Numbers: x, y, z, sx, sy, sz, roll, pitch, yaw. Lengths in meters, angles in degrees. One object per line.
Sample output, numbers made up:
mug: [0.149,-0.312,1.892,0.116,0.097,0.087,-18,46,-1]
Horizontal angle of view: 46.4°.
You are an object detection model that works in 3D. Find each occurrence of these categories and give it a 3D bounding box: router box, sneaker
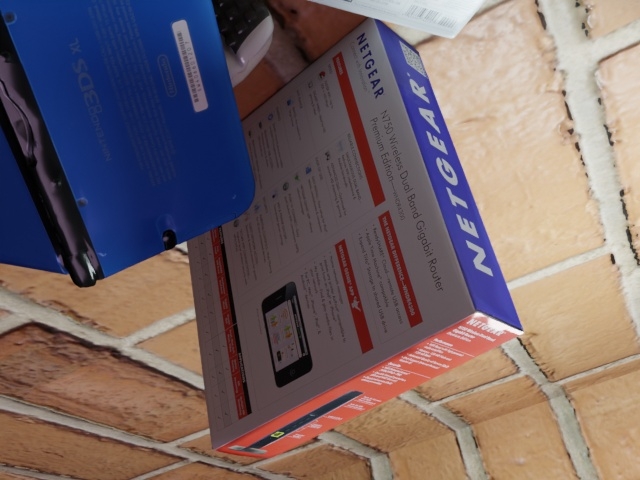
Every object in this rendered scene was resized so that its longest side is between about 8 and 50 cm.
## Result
router box: [0.000,0.000,0.733,0.301,0.335,0.082,-33,143,30]
sneaker: [-0.162,-0.133,0.703,0.292,0.110,0.118,-31,169,18]

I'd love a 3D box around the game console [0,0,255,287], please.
game console: [-0.221,-0.128,0.602,0.250,0.173,0.293,-26,126,-23]

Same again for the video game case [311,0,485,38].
video game case: [0.087,-0.258,0.643,0.190,0.022,0.173,6,148,-28]
